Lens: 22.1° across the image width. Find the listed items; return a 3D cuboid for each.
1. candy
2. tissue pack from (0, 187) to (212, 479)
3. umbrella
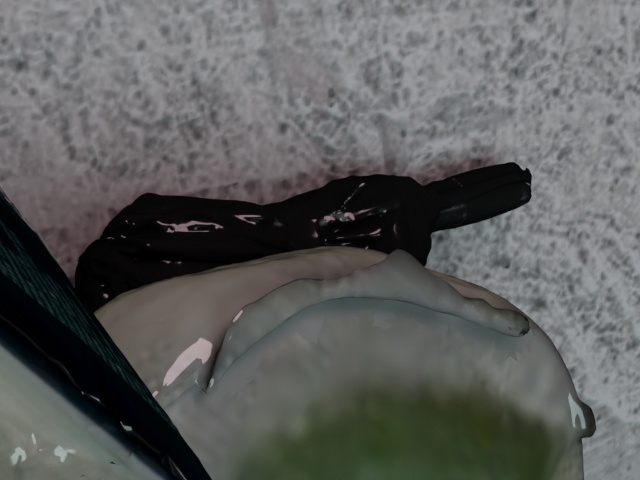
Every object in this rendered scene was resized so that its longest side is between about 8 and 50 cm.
[{"bbox_3d":[-0.019,0.181,0.956,0.427,0.186,0.386,34,71,-45],"label":"candy"},{"bbox_3d":[-0.253,0.044,0.719,0.253,0.416,0.264,-46,129,-3],"label":"tissue pack"},{"bbox_3d":[0.000,0.000,1.070,0.340,0.118,0.118,-18,122,-30],"label":"umbrella"}]
